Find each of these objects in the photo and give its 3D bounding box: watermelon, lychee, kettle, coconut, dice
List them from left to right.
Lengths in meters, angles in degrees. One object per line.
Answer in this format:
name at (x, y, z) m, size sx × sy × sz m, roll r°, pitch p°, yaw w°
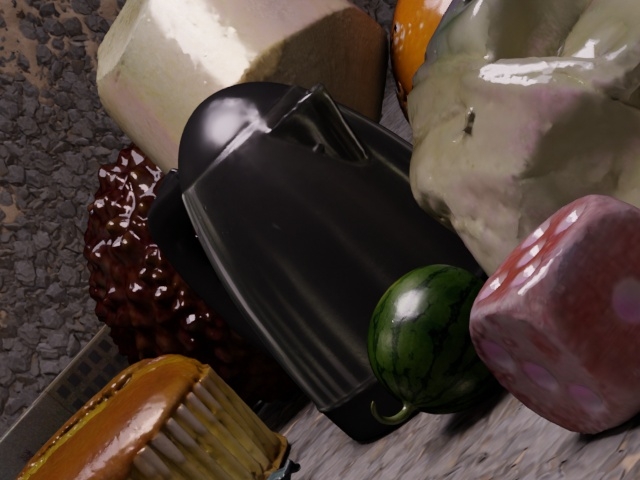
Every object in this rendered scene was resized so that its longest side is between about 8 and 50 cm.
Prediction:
lychee at (-0.088, 0.018, 1.726) m, size 0.306 × 0.306 × 0.330 m, roll -43°, pitch 34°, yaw 16°
coconut at (-0.055, -0.136, 1.511) m, size 0.239 × 0.244 × 0.239 m, roll -33°, pitch -29°, yaw -22°
kettle at (0.002, -0.010, 1.355) m, size 0.207 × 0.271 × 0.251 m, roll -45°, pitch 7°, yaw -6°
watermelon at (0.078, 0.070, 1.144) m, size 0.109 × 0.109 × 0.109 m, roll -44°, pitch 5°, yaw 5°
dice at (0.140, 0.039, 0.904) m, size 0.094 × 0.093 × 0.091 m, roll -46°, pitch 6°, yaw -21°

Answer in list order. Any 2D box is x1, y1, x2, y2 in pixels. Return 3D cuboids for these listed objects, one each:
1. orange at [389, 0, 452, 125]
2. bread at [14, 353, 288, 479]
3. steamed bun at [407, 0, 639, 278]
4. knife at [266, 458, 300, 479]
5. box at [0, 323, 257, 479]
orange at (0.172, -0.164, 1.498) m, size 0.234 × 0.234 × 0.182 m, roll -44°, pitch 7°, yaw 11°
bread at (-0.176, 0.225, 1.531) m, size 0.288 × 0.156 × 0.204 m, roll -42°, pitch 8°, yaw 12°
steamed bun at (0.177, -0.110, 1.167) m, size 0.280 × 0.207 × 0.268 m, roll -39°, pitch 7°, yaw 31°
knife at (-0.093, 0.266, 1.296) m, size 0.296 × 0.026 × 0.044 m, roll -52°, pitch 6°, yaw -34°
box at (-0.199, 0.196, 1.764) m, size 0.047 × 0.180 × 0.325 m, roll -51°, pitch 0°, yaw 41°
